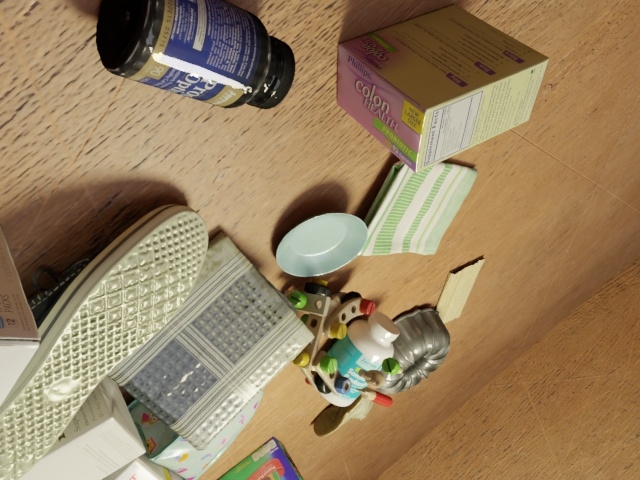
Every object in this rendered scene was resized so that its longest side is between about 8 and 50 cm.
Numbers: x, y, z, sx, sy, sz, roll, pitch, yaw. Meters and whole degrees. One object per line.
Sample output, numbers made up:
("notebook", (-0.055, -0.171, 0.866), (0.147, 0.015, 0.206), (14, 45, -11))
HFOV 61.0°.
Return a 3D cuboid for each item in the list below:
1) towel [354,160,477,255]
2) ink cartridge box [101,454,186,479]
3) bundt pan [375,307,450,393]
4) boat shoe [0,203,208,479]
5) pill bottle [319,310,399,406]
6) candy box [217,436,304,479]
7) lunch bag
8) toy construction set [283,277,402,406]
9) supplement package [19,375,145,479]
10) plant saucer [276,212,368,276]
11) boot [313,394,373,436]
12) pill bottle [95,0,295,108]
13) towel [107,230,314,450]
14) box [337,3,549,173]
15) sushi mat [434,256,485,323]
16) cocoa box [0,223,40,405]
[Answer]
("towel", (0.224, -0.068, 1.244), (0.325, 0.038, 0.248), (1, 122, -47))
("ink cartridge box", (-0.396, 0.528, 1.101), (0.198, 0.197, 0.270), (-42, 124, -17))
("bundt pan", (0.284, 0.371, 1.743), (0.330, 0.124, 0.331), (-23, 142, -19))
("boat shoe", (-0.372, 0.129, 0.817), (0.500, 0.156, 0.187), (-50, 146, -11))
("pill bottle", (0.102, 0.320, 1.501), (0.146, 0.146, 0.264), (12, 120, -50))
("candy box", (-0.158, 0.827, 1.673), (0.268, 0.317, 0.122), (-36, 146, -7))
("lunch bag", (-0.254, 0.363, 1.184), (0.262, 0.160, 0.223), (-41, 147, -15))
("toy construction set", (0.018, 0.226, 1.196), (0.257, 0.309, 0.237), (-51, 141, 1))
("supplement package", (-0.487, 0.343, 0.920), (0.293, 0.177, 0.175), (-30, 145, -17))
("plant saucer", (0.000, 0.000, 1.105), (0.195, 0.037, 0.195), (-13, 143, -10))
("boot", (0.086, 0.599, 1.870), (0.213, 0.077, 0.165), (-44, 148, 1))
("pill bottle", (-0.139, -0.230, 0.652), (0.219, 0.123, 0.123), (6, 125, -47))
("towel", (-0.204, 0.190, 1.015), (0.324, 0.056, 0.312), (-43, 118, -11))
("box", (0.185, -0.249, 0.863), (0.243, 0.213, 0.117), (-26, 143, -21))
("sushi mat", (0.445, 0.184, 1.796), (0.151, 0.019, 0.316), (-23, 143, -26))
("cocoa box", (-0.526, 0.149, 0.609), (0.228, 0.231, 0.347), (17, 117, -51))
